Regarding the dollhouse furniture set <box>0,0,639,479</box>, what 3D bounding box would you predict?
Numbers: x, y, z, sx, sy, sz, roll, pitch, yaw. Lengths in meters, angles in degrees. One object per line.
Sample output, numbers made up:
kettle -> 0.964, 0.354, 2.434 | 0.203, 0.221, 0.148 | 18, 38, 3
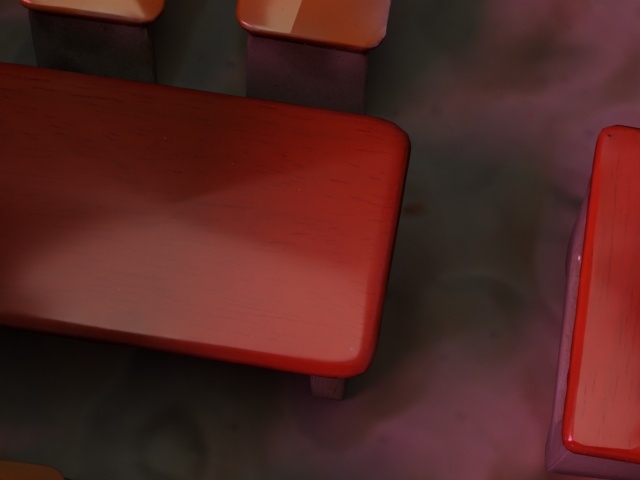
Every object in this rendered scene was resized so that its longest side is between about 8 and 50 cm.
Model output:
dollhouse furniture set -> 0.000, 0.000, 0.520 | 0.259, 0.135, 0.262 | 8, 70, 4
